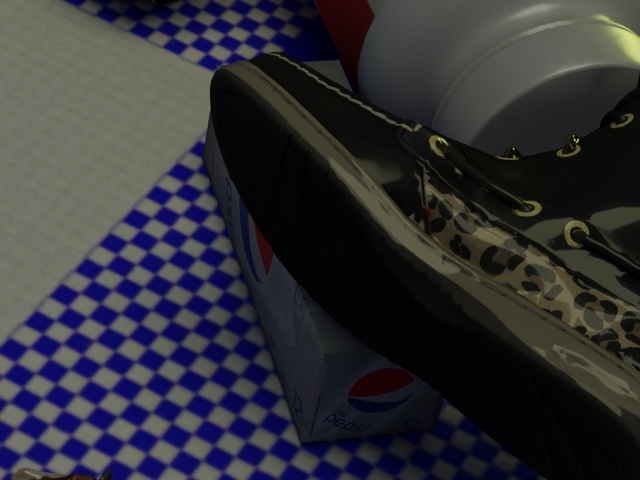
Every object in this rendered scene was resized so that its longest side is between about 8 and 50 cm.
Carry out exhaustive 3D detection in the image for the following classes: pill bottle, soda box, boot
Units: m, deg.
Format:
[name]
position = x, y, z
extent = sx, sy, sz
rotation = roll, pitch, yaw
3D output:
[pill bottle]
position = 0.113, -0.195, 1.466
extent = 0.229, 0.229, 0.408
rotation = -5, 46, -19
[soda box]
position = 0.000, 0.000, 1.333
extent = 0.098, 0.091, 0.286
rotation = -4, 46, -17
[boot]
position = 0.143, -0.038, 1.196
extent = 0.284, 0.138, 0.377
rotation = -37, 59, -25

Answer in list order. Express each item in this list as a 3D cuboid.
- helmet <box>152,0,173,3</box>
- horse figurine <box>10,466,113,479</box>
[helmet]
position = -0.139, -0.287, 1.548
extent = 0.161, 0.169, 0.169
rotation = 47, 50, 9
[horse figurine]
position = -0.216, 0.229, 1.059
extent = 0.174, 0.066, 0.263
rotation = 6, 41, 0
